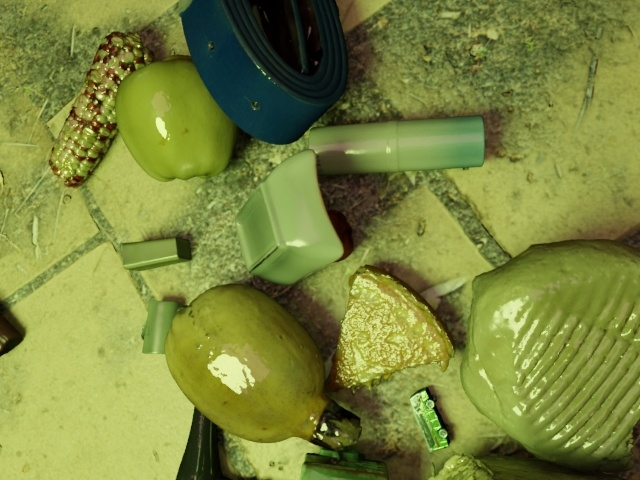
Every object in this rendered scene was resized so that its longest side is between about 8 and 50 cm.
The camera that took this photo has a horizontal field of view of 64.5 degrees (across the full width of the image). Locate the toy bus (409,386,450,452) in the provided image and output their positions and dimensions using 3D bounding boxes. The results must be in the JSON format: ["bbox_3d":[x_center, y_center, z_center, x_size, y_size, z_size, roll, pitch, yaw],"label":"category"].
[{"bbox_3d":[0.157,0.255,0.725,0.037,0.031,0.083,-26,79,17],"label":"toy bus"}]

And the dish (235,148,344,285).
[{"bbox_3d":[-0.060,-0.018,0.706,0.077,0.212,0.151,-12,80,-26],"label":"dish"}]

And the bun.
[{"bbox_3d":[0.298,0.123,0.627,0.281,0.205,0.282,0,95,2],"label":"bun"}]

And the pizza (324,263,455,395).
[{"bbox_3d":[0.079,0.149,0.740,0.199,0.062,0.188,-46,75,11],"label":"pizza"}]

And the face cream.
[{"bbox_3d":[0.111,-0.139,0.753,0.249,0.077,0.077,-1,84,12],"label":"face cream"}]

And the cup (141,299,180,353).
[{"bbox_3d":[-0.255,0.139,0.816,0.054,0.075,0.084,7,80,-25],"label":"cup"}]

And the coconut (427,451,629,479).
[{"bbox_3d":[0.230,0.428,0.534,0.345,0.346,0.361,4,77,12],"label":"coconut"}]

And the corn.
[{"bbox_3d":[-0.375,-0.221,0.854,0.092,0.092,0.281,33,94,13],"label":"corn"}]

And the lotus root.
[{"bbox_3d":[-0.080,0.187,0.709,0.310,0.183,0.183,37,92,14],"label":"lotus root"}]

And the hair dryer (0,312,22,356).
[{"bbox_3d":[-0.721,0.160,0.892,0.312,0.123,0.340,45,104,2],"label":"hair dryer"}]

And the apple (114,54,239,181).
[{"bbox_3d":[-0.214,-0.186,0.773,0.199,0.200,0.200,-1,83,11],"label":"apple"}]

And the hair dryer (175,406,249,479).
[{"bbox_3d":[-0.106,0.347,0.762,0.218,0.075,0.196,4,75,1],"label":"hair dryer"}]

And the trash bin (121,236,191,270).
[{"bbox_3d":[-0.263,0.022,0.819,0.092,0.061,0.043,-8,82,8],"label":"trash bin"}]

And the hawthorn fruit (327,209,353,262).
[{"bbox_3d":[0.000,0.000,0.761,0.093,0.081,0.081,-19,80,19],"label":"hawthorn fruit"}]

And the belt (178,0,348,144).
[{"bbox_3d":[-0.084,-0.316,0.736,0.117,0.212,0.347,-34,66,50],"label":"belt"}]

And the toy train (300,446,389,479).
[{"bbox_3d":[0.020,0.432,0.636,0.129,0.159,0.327,5,70,5],"label":"toy train"}]
